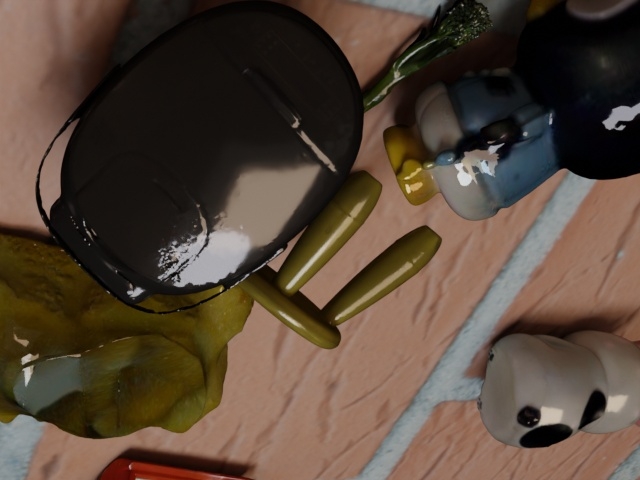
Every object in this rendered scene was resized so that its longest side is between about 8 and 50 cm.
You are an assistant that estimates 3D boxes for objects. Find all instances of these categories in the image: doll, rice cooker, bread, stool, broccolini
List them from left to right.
[{"bbox_3d":[-0.163,0.076,0.717,0.233,0.088,0.161,2,135,-26],"label":"bread"},{"bbox_3d":[-0.067,-0.050,0.586,0.203,0.118,0.142,-37,102,13],"label":"rice cooker"},{"bbox_3d":[0.000,0.000,0.685,0.135,0.134,0.110,38,94,-1],"label":"stool"},{"bbox_3d":[0.056,-0.109,0.668,0.140,0.035,0.030,-39,134,18],"label":"broccolini"},{"bbox_3d":[0.240,0.142,0.972,0.180,0.107,0.110,-5,115,-30],"label":"doll"},{"bbox_3d":[0.194,-0.110,0.651,0.314,0.141,0.177,-22,-176,11],"label":"doll"}]

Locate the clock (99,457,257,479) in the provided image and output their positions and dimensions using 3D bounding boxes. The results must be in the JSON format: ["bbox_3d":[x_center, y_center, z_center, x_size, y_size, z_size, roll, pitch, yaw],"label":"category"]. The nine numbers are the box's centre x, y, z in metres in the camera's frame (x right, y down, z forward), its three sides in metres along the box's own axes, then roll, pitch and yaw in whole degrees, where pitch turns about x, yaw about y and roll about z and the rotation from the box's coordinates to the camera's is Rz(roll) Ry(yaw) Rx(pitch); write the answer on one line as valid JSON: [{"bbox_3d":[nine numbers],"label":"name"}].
[{"bbox_3d":[-0.139,0.266,0.926,0.155,0.113,0.061,22,162,-40],"label":"clock"}]
